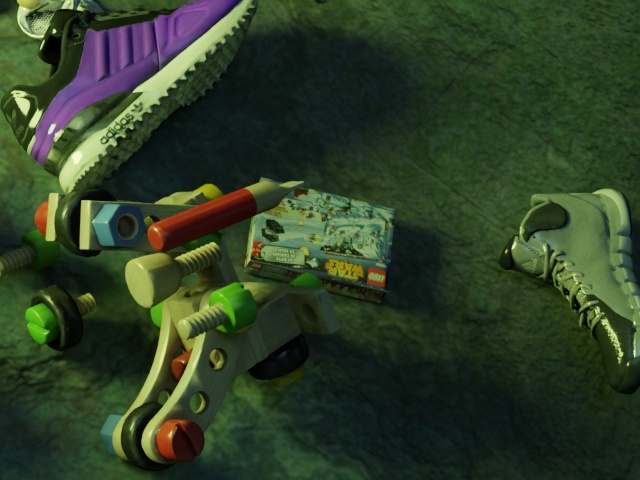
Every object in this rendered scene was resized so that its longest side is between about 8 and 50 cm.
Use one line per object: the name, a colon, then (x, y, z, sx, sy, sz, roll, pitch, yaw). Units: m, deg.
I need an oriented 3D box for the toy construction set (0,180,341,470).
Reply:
toy construction set: (-0.086, 0.029, 1.583, 0.237, 0.309, 0.257, -24, 80, -32)

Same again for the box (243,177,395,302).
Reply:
box: (0.000, 0.000, 1.770, 0.137, 0.027, 0.094, 14, 58, -10)

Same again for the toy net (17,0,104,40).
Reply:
toy net: (-0.314, -0.239, 1.787, 0.232, 0.045, 0.122, 21, 58, -6)

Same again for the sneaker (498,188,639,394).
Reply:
sneaker: (0.238, 0.047, 1.799, 0.132, 0.086, 0.229, 5, 51, -10)

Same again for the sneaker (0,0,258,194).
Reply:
sneaker: (-0.184, -0.180, 1.763, 0.146, 0.102, 0.293, 40, 58, 7)
